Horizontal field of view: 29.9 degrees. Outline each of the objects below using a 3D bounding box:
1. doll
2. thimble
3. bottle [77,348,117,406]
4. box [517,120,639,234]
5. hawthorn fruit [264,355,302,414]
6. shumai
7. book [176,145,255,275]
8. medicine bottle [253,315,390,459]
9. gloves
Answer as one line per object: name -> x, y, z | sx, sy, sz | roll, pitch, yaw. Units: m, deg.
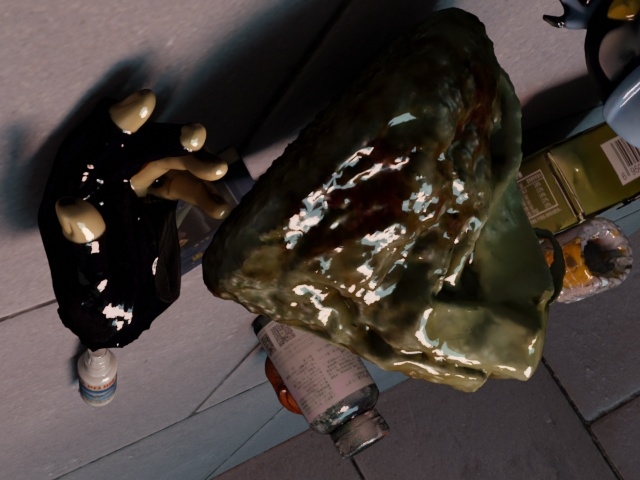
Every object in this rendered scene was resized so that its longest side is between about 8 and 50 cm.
doll -> 0.350, -0.214, 1.268 | 0.177, 0.314, 0.141 | -38, 162, 17
thimble -> 0.462, 0.036, 2.112 | 0.151, 0.127, 0.118 | -22, 174, -41
bottle -> -0.324, 0.187, 1.737 | 0.060, 0.060, 0.217 | -27, 164, -19
box -> 0.406, -0.088, 2.019 | 0.373, 0.138, 0.420 | -25, 178, -32
hawthorn fruit -> -0.006, 0.246, 2.365 | 0.200, 0.179, 0.179 | -20, 162, -49
shumai -> 0.103, 0.000, 1.247 | 0.395, 0.348, 0.395 | -42, -177, 3
book -> -0.158, -0.018, 1.449 | 0.191, 0.025, 0.269 | -32, 166, -3
medicine bottle -> 0.008, 0.240, 2.131 | 0.141, 0.293, 0.141 | -29, 165, -8
gloves -> -0.187, -0.021, 1.127 | 0.197, 0.152, 0.301 | -48, 175, -47
